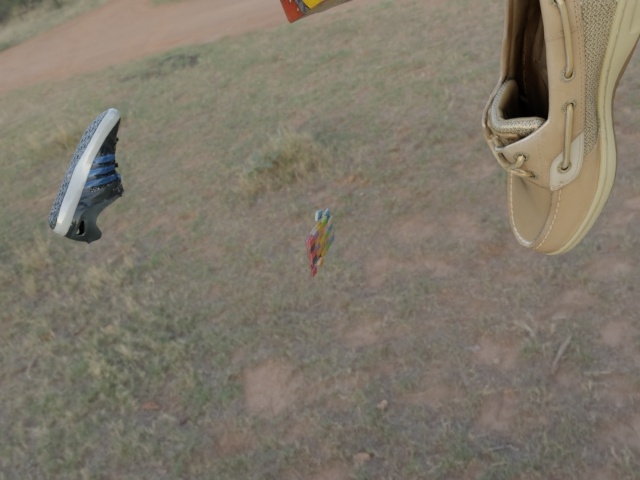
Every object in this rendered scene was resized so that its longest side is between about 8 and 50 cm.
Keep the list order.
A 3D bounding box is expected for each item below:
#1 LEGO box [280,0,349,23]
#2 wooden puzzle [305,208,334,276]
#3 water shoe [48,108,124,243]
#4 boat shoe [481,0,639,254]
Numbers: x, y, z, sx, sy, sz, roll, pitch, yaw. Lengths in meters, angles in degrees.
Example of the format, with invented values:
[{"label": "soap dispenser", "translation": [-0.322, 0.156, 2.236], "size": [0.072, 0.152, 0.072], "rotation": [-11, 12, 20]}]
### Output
[{"label": "LEGO box", "translation": [0.002, -0.705, 1.096], "size": [0.193, 0.500, 0.372], "rotation": [-30, 13, -28]}, {"label": "wooden puzzle", "translation": [0.000, 0.000, 0.664], "size": [0.006, 0.083, 0.049], "rotation": [20, 55, 21]}, {"label": "water shoe", "translation": [-0.330, -0.095, 0.922], "size": [0.073, 0.080, 0.203], "rotation": [7, 73, 55]}, {"label": "boat shoe", "translation": [0.205, -0.119, 0.586], "size": [0.110, 0.341, 0.121], "rotation": [-17, 40, -11]}]
